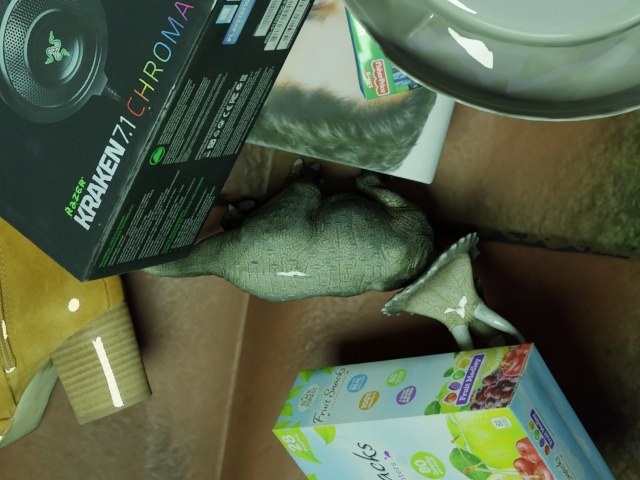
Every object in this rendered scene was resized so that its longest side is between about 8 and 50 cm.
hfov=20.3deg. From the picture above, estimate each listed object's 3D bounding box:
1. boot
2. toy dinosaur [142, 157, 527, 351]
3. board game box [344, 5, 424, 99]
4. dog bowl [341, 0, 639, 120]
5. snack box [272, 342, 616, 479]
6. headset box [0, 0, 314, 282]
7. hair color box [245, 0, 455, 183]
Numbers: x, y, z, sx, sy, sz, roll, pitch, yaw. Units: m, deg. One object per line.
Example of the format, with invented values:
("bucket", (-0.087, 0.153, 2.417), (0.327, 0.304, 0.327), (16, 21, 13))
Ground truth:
("boot", (-0.279, 0.064, 1.402), (0.295, 0.104, 0.211), (-22, 91, 24))
("toy dinosaur", (0.000, 0.000, 1.344), (0.313, 0.160, 0.121), (10, 109, -6))
("board game box", (0.117, -0.197, 1.225), (0.211, 0.039, 0.160), (-13, 111, -2))
("dog bowl", (0.142, -0.251, 1.132), (0.348, 0.102, 0.349), (0, 95, -3))
("snack box", (0.096, 0.167, 1.327), (0.207, 0.070, 0.174), (-10, 128, 36))
("headset box", (-0.177, -0.155, 1.233), (0.283, 0.131, 0.246), (38, 113, 21))
("hair color box", (0.036, -0.247, 1.281), (0.185, 0.113, 0.375), (12, 110, -7))
